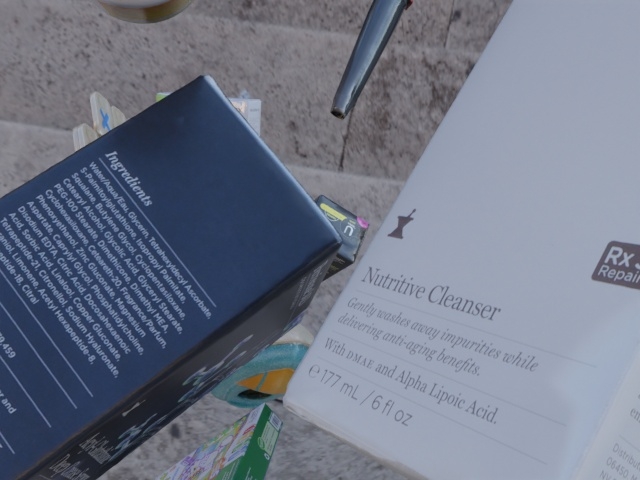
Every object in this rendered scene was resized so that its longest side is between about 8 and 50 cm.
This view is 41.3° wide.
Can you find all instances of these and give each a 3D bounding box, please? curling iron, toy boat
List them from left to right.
[{"bbox_3d":[-0.046,0.250,1.586,0.318,0.267,0.148,8,59,-26],"label":"toy boat"},{"bbox_3d":[0.073,-0.222,0.772,0.035,0.068,0.274,16,66,19],"label":"curling iron"}]

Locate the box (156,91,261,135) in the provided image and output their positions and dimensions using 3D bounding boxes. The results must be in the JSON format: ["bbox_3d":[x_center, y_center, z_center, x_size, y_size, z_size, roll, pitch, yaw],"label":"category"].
[{"bbox_3d":[-0.240,-0.141,1.776,0.232,0.058,0.322,9,102,27],"label":"box"}]

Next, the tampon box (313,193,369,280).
[{"bbox_3d":[0.000,0.000,1.734,0.120,0.161,0.101,31,60,-15],"label":"tampon box"}]

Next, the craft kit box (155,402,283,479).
[{"bbox_3d":[-0.184,0.383,1.299,0.246,0.250,0.061,-39,97,14],"label":"craft kit box"}]

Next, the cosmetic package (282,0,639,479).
[{"bbox_3d":[0.174,-0.019,0.481,0.217,0.156,0.385,11,69,56],"label":"cosmetic package"}]

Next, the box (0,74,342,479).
[{"bbox_3d":[-0.211,0.078,0.825,0.395,0.293,0.212,-37,80,-18],"label":"box"}]

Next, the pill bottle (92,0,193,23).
[{"bbox_3d":[-0.158,-0.262,0.719,0.136,0.246,0.136,-2,100,-9],"label":"pill bottle"}]

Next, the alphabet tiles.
[{"bbox_3d":[-0.283,-0.064,1.238,0.021,0.284,0.278,-14,76,8],"label":"alphabet tiles"}]
